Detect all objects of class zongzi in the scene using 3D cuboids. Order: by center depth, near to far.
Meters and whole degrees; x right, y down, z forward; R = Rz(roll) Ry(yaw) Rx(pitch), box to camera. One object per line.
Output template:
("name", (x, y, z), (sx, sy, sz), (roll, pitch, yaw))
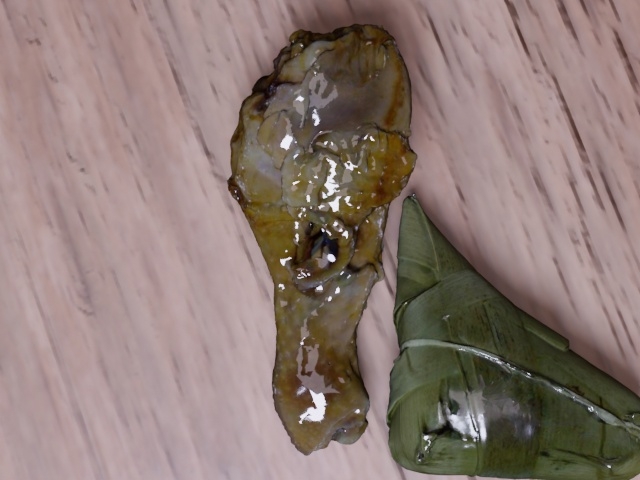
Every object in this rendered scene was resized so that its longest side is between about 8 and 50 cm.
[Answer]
("zongzi", (0.109, 0.045, 0.514), (0.154, 0.062, 0.130), (5, 69, -5))

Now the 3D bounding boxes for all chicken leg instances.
("chicken leg", (-0.001, 0.000, 0.516), (0.085, 0.069, 0.198), (1, 91, -8))
